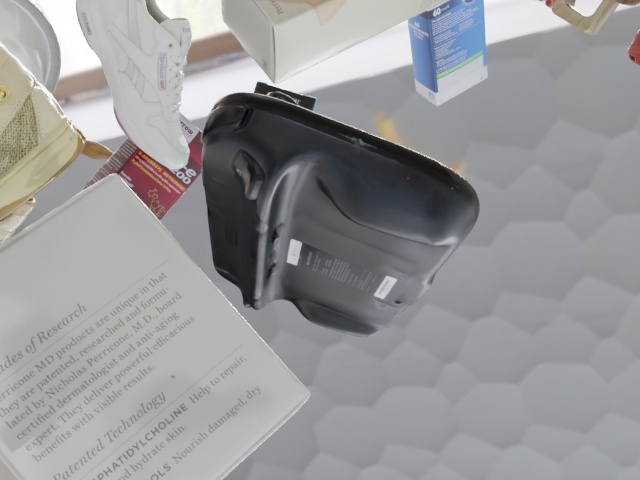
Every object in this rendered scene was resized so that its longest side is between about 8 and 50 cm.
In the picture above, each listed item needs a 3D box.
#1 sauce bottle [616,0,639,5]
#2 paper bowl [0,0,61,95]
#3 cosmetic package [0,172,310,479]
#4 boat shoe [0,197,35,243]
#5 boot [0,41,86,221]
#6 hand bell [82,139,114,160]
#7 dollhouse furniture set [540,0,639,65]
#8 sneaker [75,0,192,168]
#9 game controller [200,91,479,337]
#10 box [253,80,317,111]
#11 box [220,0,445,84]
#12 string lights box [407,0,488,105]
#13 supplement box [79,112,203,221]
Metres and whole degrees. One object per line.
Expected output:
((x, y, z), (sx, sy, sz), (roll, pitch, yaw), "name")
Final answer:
((0.314, -0.270, 0.732), (0.128, 0.042, 0.042), (-48, 139, -21), "sauce bottle")
((-0.498, -0.237, 1.074), (0.148, 0.284, 0.284), (54, -1, 32), "paper bowl")
((-0.288, 0.195, 1.080), (0.393, 0.327, 0.329), (48, -24, 6), "cosmetic package")
((-0.656, -0.127, 1.348), (0.341, 0.110, 0.121), (38, 11, -36), "boat shoe")
((-0.294, -0.068, 0.472), (0.262, 0.095, 0.203), (-46, 122, -31), "boot")
((-0.587, -0.232, 1.796), (0.126, 0.242, 0.126), (-162, -90, -84), "hand bell")
((0.387, -0.318, 0.969), (0.374, 0.152, 0.201), (43, 26, 26), "dollhouse furniture set")
((-0.250, -0.253, 1.190), (0.114, 0.152, 0.305), (-84, 156, -66), "sneaker")
((0.000, 0.000, 0.561), (0.319, 0.167, 0.067), (108, -5, -71), "game controller")
((-0.087, -0.118, 1.237), (0.060, 0.101, 0.244), (108, -1, -78), "box")
((0.028, -0.359, 1.086), (0.148, 0.311, 0.121), (52, -19, 20), "box")
((0.244, -0.404, 1.513), (0.077, 0.133, 0.259), (47, -19, 41), "string lights box")
((-0.311, -0.122, 1.433), (0.130, 0.239, 0.073), (42, -6, -38), "supplement box")
